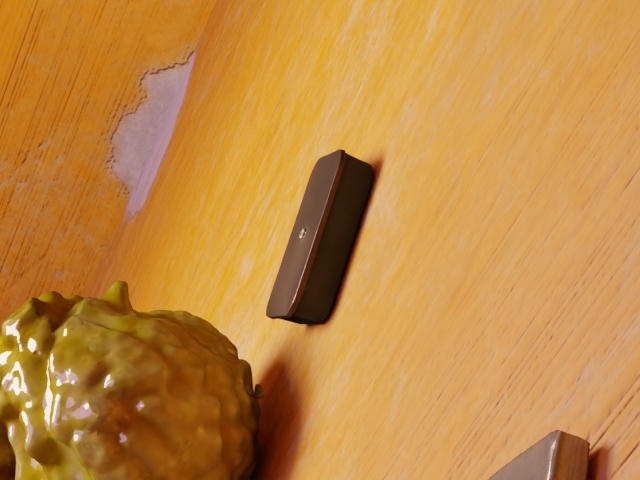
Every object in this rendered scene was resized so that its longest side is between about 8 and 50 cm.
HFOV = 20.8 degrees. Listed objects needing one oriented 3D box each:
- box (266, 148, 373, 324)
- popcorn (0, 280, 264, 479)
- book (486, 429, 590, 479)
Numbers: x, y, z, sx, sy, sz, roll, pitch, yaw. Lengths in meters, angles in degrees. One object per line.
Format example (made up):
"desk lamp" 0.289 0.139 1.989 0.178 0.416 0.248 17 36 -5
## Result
"box" 0.000 0.000 1.249 0.091 0.031 0.126 161 128 -75
"popcorn" -0.151 0.156 1.261 0.237 0.206 0.252 -21 52 26
"book" 0.040 0.235 0.708 0.215 0.025 0.283 128 159 -59
